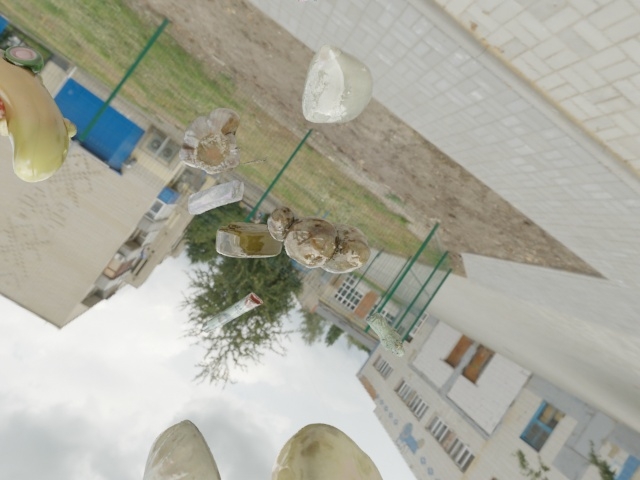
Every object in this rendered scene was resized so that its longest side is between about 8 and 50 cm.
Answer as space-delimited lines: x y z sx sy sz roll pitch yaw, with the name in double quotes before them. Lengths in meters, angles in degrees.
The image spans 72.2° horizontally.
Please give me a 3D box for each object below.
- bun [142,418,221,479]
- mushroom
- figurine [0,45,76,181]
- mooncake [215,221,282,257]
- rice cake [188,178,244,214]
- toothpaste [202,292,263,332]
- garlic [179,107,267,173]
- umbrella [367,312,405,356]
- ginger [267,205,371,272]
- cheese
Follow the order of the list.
"bun" -0.352 0.583 1.042 0.175 0.263 0.263 -15 -146 -38
"mushroom" 0.012 0.664 1.165 0.353 0.325 0.353 9 156 4
"figurine" -0.553 -0.217 0.731 0.222 0.124 0.324 -22 -117 -41
"mooncake" -0.256 -0.003 1.543 0.234 0.117 0.235 5 -177 0
"rice cake" -0.368 -0.150 1.527 0.056 0.073 0.365 10 167 -40
"toothpaste" -0.307 0.250 1.515 0.062 0.239 0.039 50 -164 -33
"garlic" -0.266 -0.253 1.266 0.256 0.207 0.207 22 -177 -25
"umbrella" 0.192 0.270 1.255 0.143 0.062 0.067 53 174 7
"ginger" 0.000 0.000 1.226 0.304 0.155 0.244 23 -172 -38
"cheese" 0.054 -0.412 1.190 0.154 0.198 0.189 39 -146 28
